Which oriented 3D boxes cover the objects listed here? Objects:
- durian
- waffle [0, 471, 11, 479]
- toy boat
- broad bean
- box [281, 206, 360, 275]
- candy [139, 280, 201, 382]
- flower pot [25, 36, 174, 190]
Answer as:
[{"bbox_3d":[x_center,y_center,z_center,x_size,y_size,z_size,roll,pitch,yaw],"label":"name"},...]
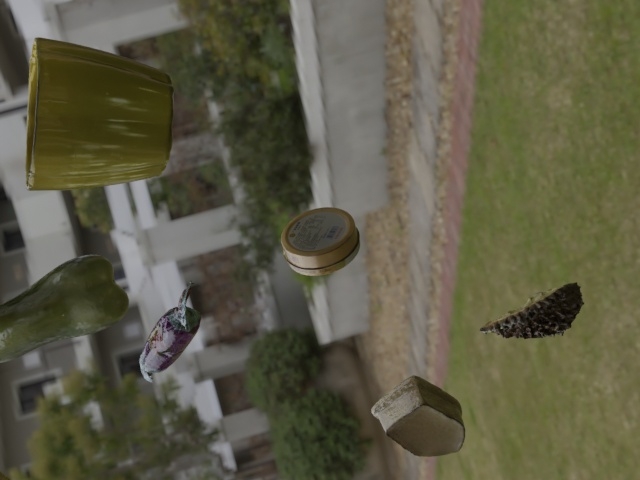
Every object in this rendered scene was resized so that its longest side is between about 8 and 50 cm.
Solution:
[{"bbox_3d":[0.240,0.076,1.281,0.066,0.130,0.052,50,160,51],"label":"durian"},{"bbox_3d":[-0.658,0.452,1.827,0.224,0.327,0.098,46,-171,-32],"label":"waffle"},{"bbox_3d":[0.186,0.317,1.986,0.188,0.116,0.061,34,-156,-38],"label":"toy boat"},{"bbox_3d":[-0.435,0.110,1.794,0.189,0.263,0.121,179,71,-80],"label":"broad bean"},{"bbox_3d":[0.000,0.000,1.527,0.105,0.105,0.037,-111,4,-52],"label":"box"},{"bbox_3d":[-0.166,0.106,1.267,0.175,0.043,0.045,-51,41,46],"label":"candy"},{"bbox_3d":[-0.286,-0.156,1.478,0.195,0.179,0.195,-177,90,-73],"label":"flower pot"}]
